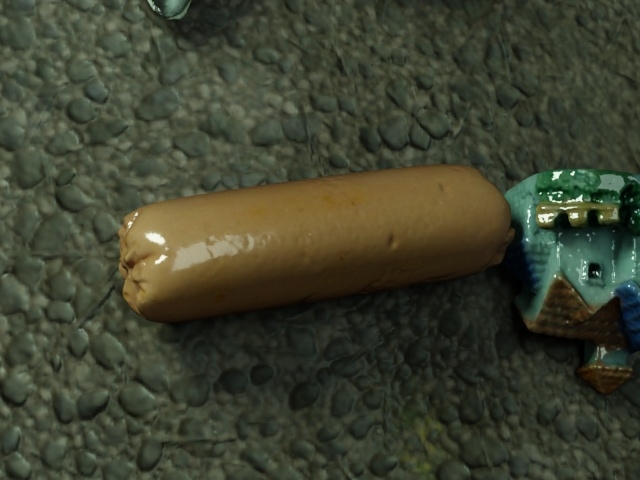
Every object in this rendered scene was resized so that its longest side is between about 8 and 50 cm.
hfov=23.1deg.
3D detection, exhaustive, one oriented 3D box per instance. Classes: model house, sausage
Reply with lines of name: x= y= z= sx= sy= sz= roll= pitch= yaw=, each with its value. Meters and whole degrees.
model house: x=0.207 y=0.034 z=1.127 sx=0.148 sy=0.119 sz=0.148 roll=8 pitch=77 yaw=-20
sausage: x=0.000 y=-0.001 z=1.063 sx=0.289 sy=0.086 sz=0.086 roll=-9 pitch=76 yaw=-24

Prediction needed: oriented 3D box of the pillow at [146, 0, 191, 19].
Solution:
pillow: x=-0.128 y=-0.227 z=1.106 sx=0.136 sy=0.055 sz=0.091 roll=40 pitch=44 yaw=-8
